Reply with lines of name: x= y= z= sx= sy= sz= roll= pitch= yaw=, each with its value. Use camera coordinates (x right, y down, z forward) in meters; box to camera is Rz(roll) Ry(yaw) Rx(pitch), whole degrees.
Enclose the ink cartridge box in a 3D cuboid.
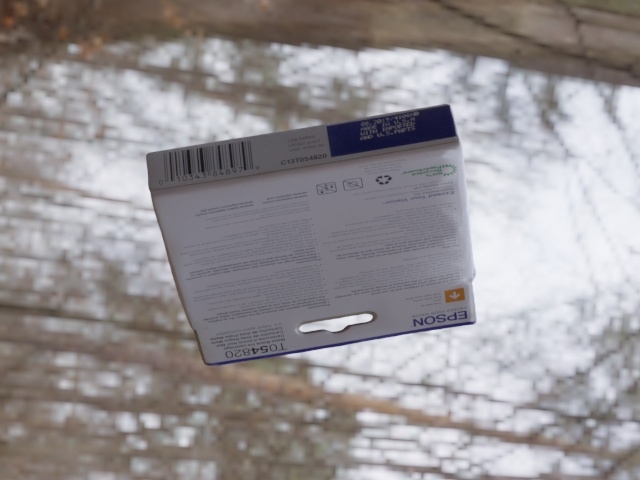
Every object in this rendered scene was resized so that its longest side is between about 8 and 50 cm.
ink cartridge box: x=0.000 y=0.000 z=1.391 sx=0.224 sy=0.223 sz=0.045 roll=80 pitch=1 yaw=-53
